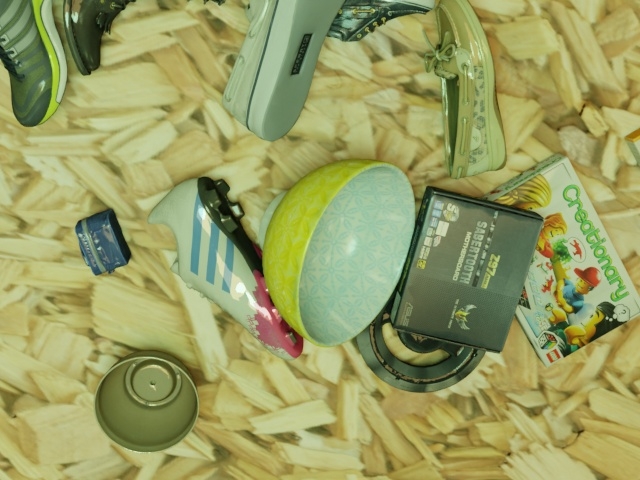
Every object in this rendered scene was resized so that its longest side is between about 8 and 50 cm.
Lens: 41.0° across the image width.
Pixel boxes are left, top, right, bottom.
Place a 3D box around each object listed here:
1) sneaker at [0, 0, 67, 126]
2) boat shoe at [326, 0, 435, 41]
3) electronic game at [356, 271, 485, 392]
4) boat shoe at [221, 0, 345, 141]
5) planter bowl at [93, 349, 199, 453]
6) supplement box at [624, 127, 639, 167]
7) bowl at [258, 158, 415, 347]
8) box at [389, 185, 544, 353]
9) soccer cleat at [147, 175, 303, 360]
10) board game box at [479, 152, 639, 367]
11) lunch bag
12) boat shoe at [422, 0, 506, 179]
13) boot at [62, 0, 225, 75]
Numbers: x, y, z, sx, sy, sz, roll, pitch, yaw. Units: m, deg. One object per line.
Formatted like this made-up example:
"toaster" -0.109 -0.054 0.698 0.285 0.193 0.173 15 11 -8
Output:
"sneaker" -0.439 -0.299 1.193 0.121 0.111 0.299 -28 127 -43
"boat shoe" 0.078 -0.338 1.293 0.184 0.065 0.083 6 103 1
"electronic game" 0.171 0.142 1.420 0.229 0.048 0.229 -1 99 -4
"boat shoe" -0.063 -0.338 1.238 0.156 0.136 0.367 34 121 24
"planter bowl" -0.274 0.243 1.375 0.162 0.109 0.162 -1 104 -5
"supplement box" 0.547 -0.141 1.391 0.062 0.036 0.098 -31 104 3
"bowl" 0.000 0.000 1.300 0.156 0.289 0.289 23 104 33
"box" 0.226 0.047 1.346 0.184 0.059 0.232 14 104 -7
"soccer cleat" -0.147 0.057 1.353 0.143 0.116 0.331 -25 103 18
"board game box" 0.381 0.035 1.410 0.193 0.053 0.305 -31 104 3
"lunch bag" -0.341 0.007 1.334 0.065 0.067 0.098 -18 106 0
"boat shoe" 0.213 -0.232 1.306 0.089 0.104 0.285 -17 105 -4
"boot" -0.250 -0.365 1.244 0.229 0.091 0.262 2 107 -10
